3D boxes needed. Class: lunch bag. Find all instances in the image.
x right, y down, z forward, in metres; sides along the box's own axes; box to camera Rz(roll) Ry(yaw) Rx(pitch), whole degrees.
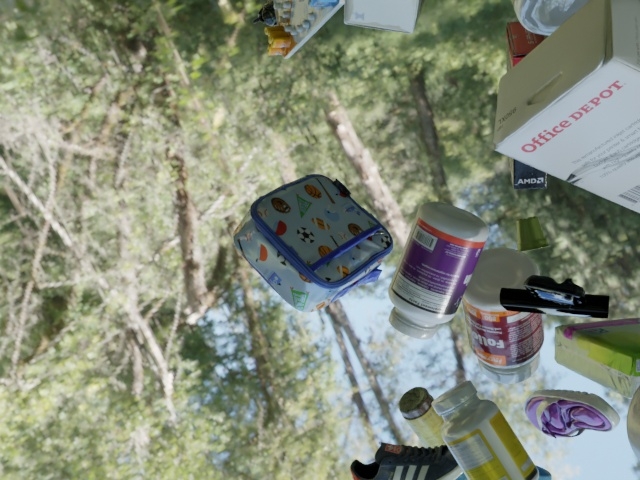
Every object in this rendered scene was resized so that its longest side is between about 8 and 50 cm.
[{"bbox_3d":[0.000,0.000,1.498,0.303,0.243,0.115,-30,159,-53],"label":"lunch bag"}]

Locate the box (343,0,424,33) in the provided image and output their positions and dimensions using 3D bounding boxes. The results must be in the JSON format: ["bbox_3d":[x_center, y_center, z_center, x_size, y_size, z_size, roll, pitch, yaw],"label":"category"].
[{"bbox_3d":[0.131,-0.489,1.386,0.127,0.148,0.232,12,-132,9],"label":"box"}]

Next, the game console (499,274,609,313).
[{"bbox_3d":[0.450,0.112,1.553,0.213,0.043,0.361,3,170,21],"label":"game console"}]

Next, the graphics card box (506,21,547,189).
[{"bbox_3d":[0.525,-0.343,2.028,0.094,0.370,0.232,-2,-146,10],"label":"graphics card box"}]

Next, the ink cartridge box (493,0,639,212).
[{"bbox_3d":[0.534,-0.209,1.332,0.285,0.395,0.166,-42,-147,55],"label":"ink cartridge box"}]

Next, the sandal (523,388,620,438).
[{"bbox_3d":[0.682,0.508,2.271,0.102,0.169,0.416,-43,175,-22],"label":"sandal"}]

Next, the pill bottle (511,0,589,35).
[{"bbox_3d":[0.424,-0.573,1.513,0.188,0.333,0.188,-8,153,-4],"label":"pill bottle"}]

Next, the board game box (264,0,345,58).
[{"bbox_3d":[-0.066,-0.606,1.605,0.050,0.389,0.390,-9,179,-19],"label":"board game box"}]

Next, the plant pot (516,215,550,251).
[{"bbox_3d":[0.521,-0.018,1.979,0.083,0.079,0.083,-11,179,0],"label":"plant pot"}]

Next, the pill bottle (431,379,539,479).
[{"bbox_3d":[0.257,0.320,1.268,0.103,0.184,0.103,-31,174,-4],"label":"pill bottle"}]

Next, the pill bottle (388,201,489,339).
[{"bbox_3d":[0.281,0.078,1.980,0.182,0.322,0.181,17,-161,-6],"label":"pill bottle"}]

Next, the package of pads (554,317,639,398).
[{"bbox_3d":[0.659,0.239,1.648,0.229,0.101,0.296,-3,-173,-12],"label":"package of pads"}]

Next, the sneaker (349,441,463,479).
[{"bbox_3d":[0.231,0.581,2.093,0.350,0.148,0.131,-29,-176,18],"label":"sneaker"}]

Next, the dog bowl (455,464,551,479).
[{"bbox_3d":[0.495,0.642,2.182,0.297,0.074,0.166,14,179,-4],"label":"dog bowl"}]

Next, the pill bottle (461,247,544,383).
[{"bbox_3d":[0.530,0.228,2.307,0.224,0.392,0.224,-10,-137,10],"label":"pill bottle"}]

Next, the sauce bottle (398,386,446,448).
[{"bbox_3d":[0.364,0.602,2.447,0.111,0.344,0.111,-29,-159,13],"label":"sauce bottle"}]

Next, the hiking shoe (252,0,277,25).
[{"bbox_3d":[-0.098,-0.628,2.178,0.114,0.086,0.227,-48,-155,-18],"label":"hiking shoe"}]

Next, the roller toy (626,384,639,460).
[{"bbox_3d":[0.620,0.306,1.304,0.191,0.209,0.146,-40,-165,-11],"label":"roller toy"}]
